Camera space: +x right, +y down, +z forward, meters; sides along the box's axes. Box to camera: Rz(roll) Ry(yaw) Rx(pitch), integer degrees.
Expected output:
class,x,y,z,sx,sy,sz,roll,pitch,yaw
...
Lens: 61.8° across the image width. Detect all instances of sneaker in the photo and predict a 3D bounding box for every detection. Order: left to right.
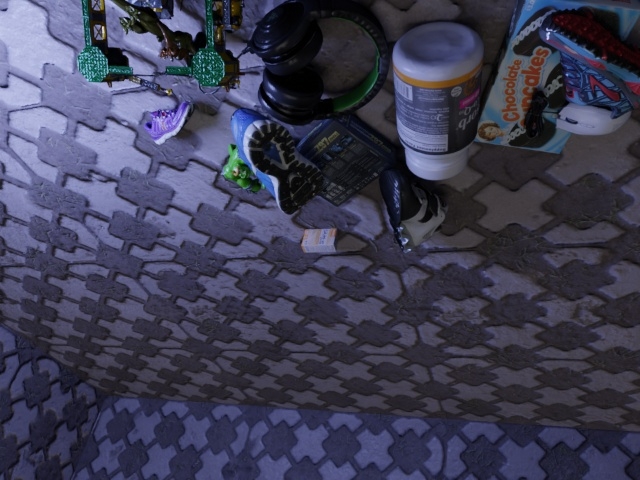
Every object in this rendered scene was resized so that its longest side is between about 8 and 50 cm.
class,x,y,z,sx,sy,sz,roll,pitch,yaw
sneaker,-0.363,-0.284,1.265,0.169,0.068,0.071,-22,126,39
sneaker,-0.099,-0.183,1.204,0.129,0.147,0.330,-38,147,-5
sneaker,0.233,-0.091,1.296,0.146,0.123,0.330,-23,154,4
sneaker,0.453,-0.279,0.898,0.261,0.104,0.125,23,143,-19

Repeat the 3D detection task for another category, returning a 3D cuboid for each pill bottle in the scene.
class,x,y,z,sx,sy,sz,roll,pitch,yaw
pill bottle,0.227,-0.260,1.041,0.162,0.162,0.279,2,143,14

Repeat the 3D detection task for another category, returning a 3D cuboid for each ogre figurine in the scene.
class,x,y,z,sx,sy,sz,roll,pitch,yaw
ogre figurine,-0.169,-0.190,1.316,0.118,0.097,0.197,10,164,-27

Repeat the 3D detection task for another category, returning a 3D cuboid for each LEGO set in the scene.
class,x,y,z,sx,sy,sz,roll,pitch,yaw
LEGO set,-0.259,-0.387,0.954,0.331,0.192,0.255,-1,107,16

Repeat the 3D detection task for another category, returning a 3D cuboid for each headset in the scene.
class,x,y,z,sx,sy,sz,roll,pitch,yaw
headset,-0.067,-0.361,1.052,0.393,0.185,0.243,-5,143,-2

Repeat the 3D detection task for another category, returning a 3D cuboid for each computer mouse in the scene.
class,x,y,z,sx,sy,sz,roll,pitch,yaw
computer mouse,0.487,-0.230,1.007,0.192,0.042,0.106,3,143,6

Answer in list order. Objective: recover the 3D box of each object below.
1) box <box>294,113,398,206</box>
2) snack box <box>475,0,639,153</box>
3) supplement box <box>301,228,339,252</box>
class,x,y,z,sx,sy,sz,roll,pitch,yaw
box,0.041,-0.191,1.273,0.183,0.059,0.232,29,141,-22
snack box,0.420,-0.308,1.003,0.187,0.060,0.322,9,144,3
supplement box,0.000,0.000,1.539,0.098,0.062,0.036,-2,140,18
